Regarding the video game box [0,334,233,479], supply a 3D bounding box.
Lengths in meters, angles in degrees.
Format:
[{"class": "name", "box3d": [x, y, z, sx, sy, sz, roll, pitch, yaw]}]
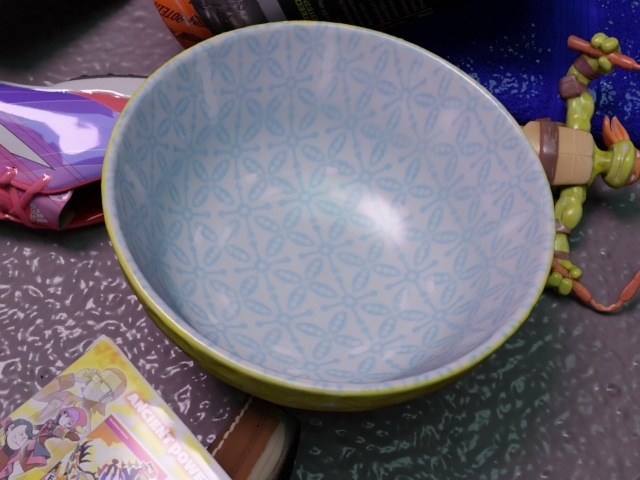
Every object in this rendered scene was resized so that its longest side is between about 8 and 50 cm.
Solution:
[{"class": "video game box", "box3d": [-0.114, 0.178, 0.365, 0.187, 0.048, 0.205, -41, 65, -14]}]

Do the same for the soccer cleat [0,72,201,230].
[{"class": "soccer cleat", "box3d": [-0.243, -0.062, 0.582, 0.319, 0.108, 0.116, -1, 65, -11]}]

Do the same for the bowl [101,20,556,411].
[{"class": "bowl", "box3d": [0.000, 0.000, 0.541, 0.290, 0.156, 0.289, 4, 57, -6]}]

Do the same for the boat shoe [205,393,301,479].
[{"class": "boat shoe", "box3d": [-0.126, 0.219, 0.428, 0.120, 0.122, 0.324, 27, 60, 12]}]

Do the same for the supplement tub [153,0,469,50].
[{"class": "supplement tub", "box3d": [0.029, -0.276, 0.624, 0.338, 0.207, 0.207, -14, 60, 15]}]

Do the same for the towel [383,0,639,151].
[{"class": "towel", "box3d": [0.217, -0.204, 0.734, 0.309, 0.076, 0.227, 10, 59, -1]}]

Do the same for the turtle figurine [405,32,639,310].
[{"class": "turtle figurine", "box3d": [0.182, -0.085, 0.645, 0.218, 0.087, 0.269, 8, 92, 4]}]
